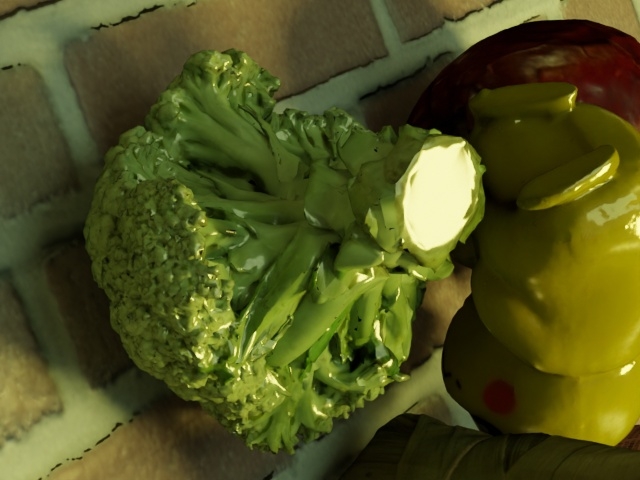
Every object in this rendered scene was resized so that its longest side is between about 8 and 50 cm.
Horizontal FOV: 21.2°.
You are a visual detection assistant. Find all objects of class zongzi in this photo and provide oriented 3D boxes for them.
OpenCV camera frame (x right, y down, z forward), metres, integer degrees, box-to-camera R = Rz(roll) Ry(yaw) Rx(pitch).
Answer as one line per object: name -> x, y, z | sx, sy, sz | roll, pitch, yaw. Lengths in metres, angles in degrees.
zongzi -> 0.171, 0.254, 1.185 | 0.145, 0.300, 0.274 | -48, 118, -40

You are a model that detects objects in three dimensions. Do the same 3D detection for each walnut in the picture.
walnut -> 0.182, -0.058, 1.422 | 0.269, 0.221, 0.244 | -14, 108, -40

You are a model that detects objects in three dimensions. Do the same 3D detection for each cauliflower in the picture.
cauliflower -> 0.000, 0.000, 1.096 | 0.272, 0.250, 0.275 | 46, 44, -30

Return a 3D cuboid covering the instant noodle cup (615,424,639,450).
instant noodle cup -> 0.274, 0.251, 1.389 | 0.243, 0.231, 0.243 | 27, 56, -48

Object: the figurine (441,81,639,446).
figurine -> 0.173, 0.043, 1.242 | 0.218, 0.169, 0.327 | -103, -167, -53
